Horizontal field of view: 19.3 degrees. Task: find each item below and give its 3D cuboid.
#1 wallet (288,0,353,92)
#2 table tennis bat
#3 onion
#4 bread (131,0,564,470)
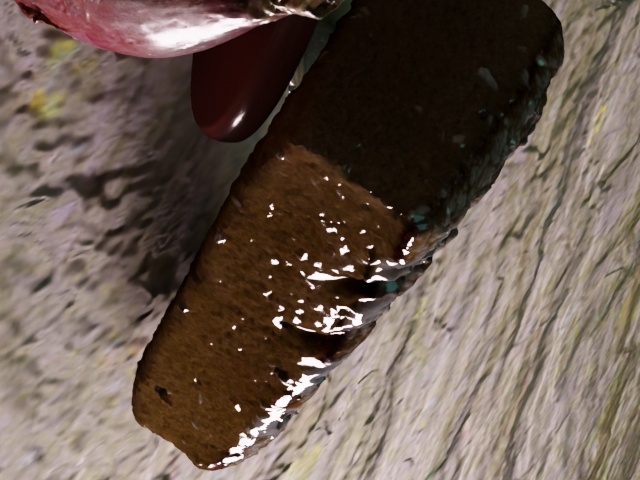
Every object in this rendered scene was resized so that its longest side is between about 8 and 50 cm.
[{"bbox_3d":[0.074,-0.218,1.146,0.223,0.077,0.309,-37,155,-26],"label":"wallet"},{"bbox_3d":[-0.014,-0.201,0.974,0.200,0.038,0.310,-150,-103,-71],"label":"table tennis bat"},{"bbox_3d":[-0.063,-0.150,0.848,0.159,0.195,0.159,-31,139,-31],"label":"onion"},{"bbox_3d":[0.000,0.000,1.071,0.165,0.113,0.416,-54,180,-29],"label":"bread"}]
